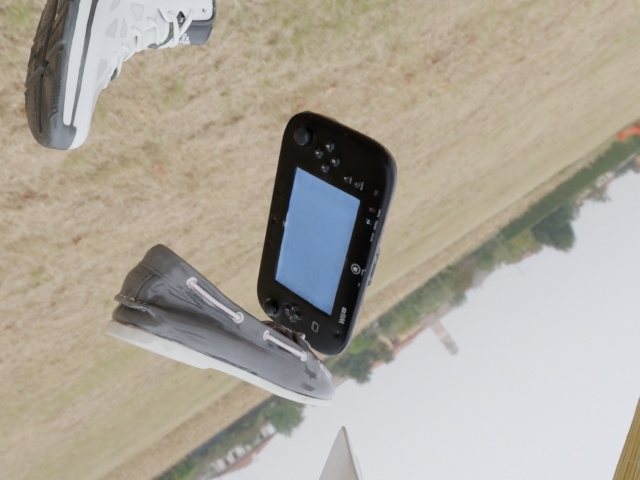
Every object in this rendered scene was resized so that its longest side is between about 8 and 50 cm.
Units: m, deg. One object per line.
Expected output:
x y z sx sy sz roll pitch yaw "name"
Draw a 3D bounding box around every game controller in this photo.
0.000 0.000 0.786 0.067 0.166 0.319 -18 133 -40 "game controller"

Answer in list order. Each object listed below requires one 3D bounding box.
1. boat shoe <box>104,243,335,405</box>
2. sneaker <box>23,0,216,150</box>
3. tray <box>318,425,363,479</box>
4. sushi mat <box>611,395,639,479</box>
-0.074 0.106 0.663 0.335 0.112 0.096 35 72 -48 "boat shoe"
-0.278 -0.323 0.937 0.257 0.448 0.169 18 159 -38 "sneaker"
0.007 0.409 0.840 0.145 0.030 0.270 -110 -142 -71 "tray"
0.487 0.316 0.859 0.151 0.019 0.316 -25 -170 46 "sushi mat"
